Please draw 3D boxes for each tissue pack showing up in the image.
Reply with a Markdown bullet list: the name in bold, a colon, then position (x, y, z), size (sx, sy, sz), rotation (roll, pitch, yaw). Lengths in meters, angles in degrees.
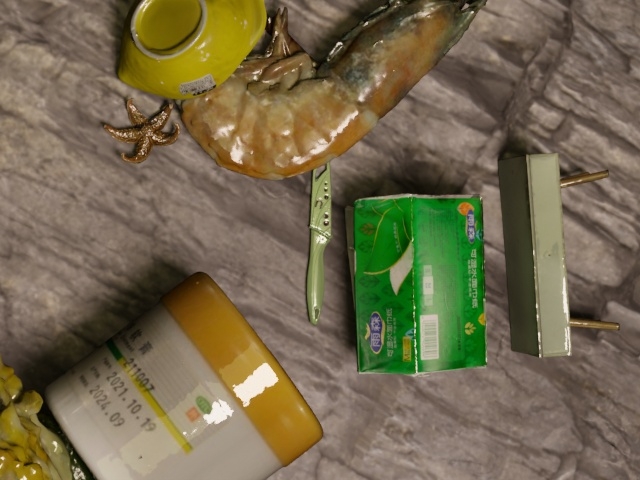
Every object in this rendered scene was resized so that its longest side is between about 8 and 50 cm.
- **tissue pack**: position (0.100, 0.052, 1.871), size (0.148, 0.156, 0.209), rotation (-2, 89, -45)

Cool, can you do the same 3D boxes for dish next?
- **dish**: position (-0.159, -0.248, 1.820), size (0.208, 0.080, 0.149), rotation (-34, 76, 9)

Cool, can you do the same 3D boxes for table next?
- **table**: position (0.290, 0.015, 1.903), size (0.111, 0.121, 0.240), rotation (-5, 91, -9)

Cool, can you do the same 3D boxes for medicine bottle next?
- **medicine bottle**: position (-0.154, 0.192, 1.771), size (0.232, 0.238, 0.238), rotation (-36, 96, -7)

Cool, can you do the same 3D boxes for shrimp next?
- **shrimp**: position (0.019, -0.264, 1.886), size (0.445, 0.085, 0.272), rotation (-36, 90, -3)

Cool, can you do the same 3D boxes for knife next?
- **knife**: position (0.000, 0.000, 1.909), size (0.030, 0.014, 0.207), rotation (2, 89, -8)

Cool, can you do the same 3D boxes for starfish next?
- **starfish**: position (-0.212, -0.129, 1.867), size (0.091, 0.028, 0.078), rotation (2, 84, -7)

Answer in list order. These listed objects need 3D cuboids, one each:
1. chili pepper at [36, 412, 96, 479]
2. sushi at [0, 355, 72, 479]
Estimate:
- **chili pepper**: position (-0.257, 0.359, 1.838), size (0.085, 0.076, 0.359), rotation (-29, 99, -27)
- **sushi**: position (-0.436, 0.269, 1.623), size (0.351, 0.240, 0.396), rotation (-19, 67, -7)
